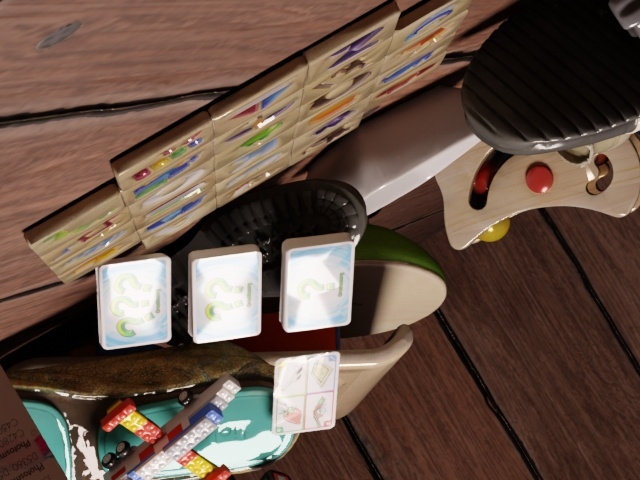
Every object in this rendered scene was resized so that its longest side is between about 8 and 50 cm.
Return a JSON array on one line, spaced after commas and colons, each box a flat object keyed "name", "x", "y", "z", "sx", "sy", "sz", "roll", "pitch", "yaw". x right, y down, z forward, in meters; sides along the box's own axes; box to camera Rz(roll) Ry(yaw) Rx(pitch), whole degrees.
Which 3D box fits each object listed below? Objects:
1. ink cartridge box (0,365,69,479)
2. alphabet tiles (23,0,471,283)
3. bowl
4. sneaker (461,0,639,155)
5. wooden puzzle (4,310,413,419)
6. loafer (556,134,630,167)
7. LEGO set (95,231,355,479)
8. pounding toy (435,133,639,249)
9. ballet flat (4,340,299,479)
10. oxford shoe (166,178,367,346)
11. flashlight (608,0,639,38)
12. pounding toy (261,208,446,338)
[{"name": "ink cartridge box", "x": -0.176, "y": 0.130, "z": 0.910, "sx": 0.078, "sy": 0.231, "sz": 0.134, "roll": -28, "pitch": 175, "yaw": -31}, {"name": "alphabet tiles", "x": -0.041, "y": -0.059, "z": 1.156, "sx": 0.285, "sy": 0.011, "sz": 0.342, "roll": -31, "pitch": 176, "yaw": -5}, {"name": "bowl", "x": 0.054, "y": -0.065, "z": 1.458, "sx": 0.142, "sy": 0.053, "sz": 0.142, "roll": -27, "pitch": 175, "yaw": -31}, {"name": "sneaker", "x": 0.234, "y": -0.119, "z": 1.347, "sx": 0.330, "sy": 0.122, "sz": 0.146, "roll": -28, "pitch": 151, "yaw": -24}, {"name": "wooden puzzle", "x": -0.112, "y": 0.114, "z": 1.700, "sx": 0.348, "sy": 0.080, "sz": 0.322, "roll": -6, "pitch": 168, "yaw": -8}, {"name": "loafer", "x": 0.196, "y": -0.120, "z": 1.555, "sx": 0.092, "sy": 0.102, "sz": 0.268, "roll": -29, "pitch": 166, "yaw": -4}, {"name": "LEGO set", "x": -0.067, "y": 0.113, "z": 1.383, "sx": 0.182, "sy": 0.060, "sz": 0.244, "roll": -6, "pitch": 128, "yaw": -13}, {"name": "pounding toy", "x": 0.257, "y": -0.080, "z": 2.001, "sx": 0.269, "sy": 0.154, "sz": 0.155, "roll": -32, "pitch": 176, "yaw": 17}, {"name": "ballet flat", "x": -0.189, "y": 0.140, "z": 1.467, "sx": 0.349, "sy": 0.123, "sz": 0.123, "roll": -6, "pitch": 169, "yaw": -15}, {"name": "oxford shoe", "x": -0.042, "y": -0.001, "z": 1.437, "sx": 0.227, "sy": 0.083, "sz": 0.096, "roll": -24, "pitch": -170, "yaw": 42}, {"name": "flashlight", "x": 0.312, "y": -0.217, "z": 1.179, "sx": 0.304, "sy": 0.103, "sz": 0.103, "roll": -33, "pitch": -158, "yaw": 10}, {"name": "pounding toy", "x": 0.000, "y": 0.000, "z": 1.700, "sx": 0.183, "sy": 0.110, "sz": 0.237, "roll": -21, "pitch": 152, "yaw": 32}]
